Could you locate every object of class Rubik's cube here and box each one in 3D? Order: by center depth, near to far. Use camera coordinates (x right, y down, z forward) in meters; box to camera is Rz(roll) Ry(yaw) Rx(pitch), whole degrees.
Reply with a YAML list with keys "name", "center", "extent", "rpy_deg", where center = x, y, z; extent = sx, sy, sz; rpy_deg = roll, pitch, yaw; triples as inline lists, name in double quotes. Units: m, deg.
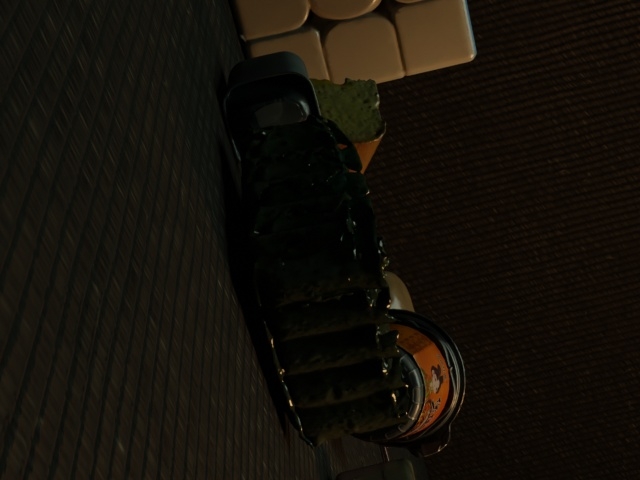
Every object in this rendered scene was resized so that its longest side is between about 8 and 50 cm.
- name: "Rubik's cube"
  center: [0.025, -0.378, 2.063]
  extent: [0.290, 0.291, 0.291]
  rpy_deg: [-94, 169, -64]

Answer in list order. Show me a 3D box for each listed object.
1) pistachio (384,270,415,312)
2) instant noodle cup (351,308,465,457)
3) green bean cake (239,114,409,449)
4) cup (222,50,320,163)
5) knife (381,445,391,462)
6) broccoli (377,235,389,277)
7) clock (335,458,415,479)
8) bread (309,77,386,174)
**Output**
- name: "pistachio"
  center: [0.072, 0.132, 2.103]
  extent: [0.129, 0.131, 0.206]
  rpy_deg: [43, -27, 48]
- name: "instant noodle cup"
  center: [0.080, 0.177, 1.950]
  extent: [0.208, 0.177, 0.125]
  rpy_deg: [46, 15, 10]
- name: "green bean cake"
  center: [0.000, 0.032, 1.508]
  extent: [0.255, 0.132, 0.241]
  rpy_deg: [-102, 176, -51]
- name: "cup"
  center: [-0.045, -0.124, 1.652]
  extent: [0.129, 0.095, 0.128]
  rpy_deg: [-96, 172, -71]
- name: "knife"
  center: [0.118, 0.392, 2.705]
  extent: [0.035, 0.018, 0.247]
  rpy_deg: [39, 34, -78]
- name: "broccoli"
  center: [0.002, 0.001, 1.975]
  extent: [0.204, 0.118, 0.122]
  rpy_deg: [46, 57, -50]
- name: "clock"
  center: [0.103, 0.424, 1.778]
  extent: [0.309, 0.114, 0.284]
  rpy_deg: [74, 3, -53]
- name: "bread"
  center: [-0.030, -0.118, 1.852]
  extent: [0.140, 0.160, 0.169]
  rpy_deg: [-96, -154, -42]
